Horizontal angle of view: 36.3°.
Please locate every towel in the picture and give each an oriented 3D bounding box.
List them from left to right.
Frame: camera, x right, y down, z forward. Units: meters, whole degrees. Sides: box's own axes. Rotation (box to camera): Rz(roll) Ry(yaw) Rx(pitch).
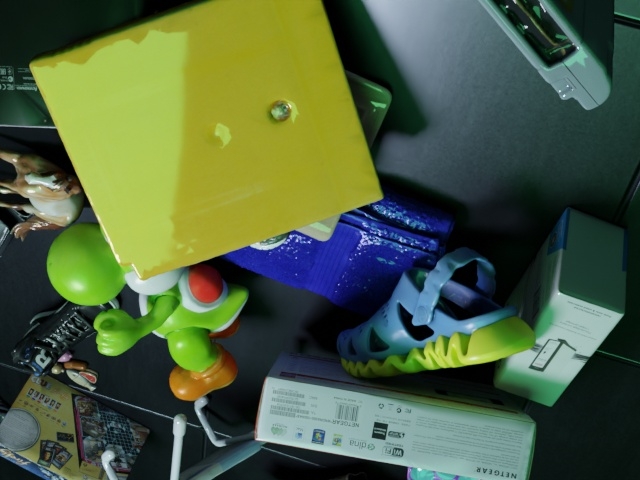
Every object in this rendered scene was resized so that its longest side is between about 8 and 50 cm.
[{"bbox_3d":[0.000,0.000,1.299,0.308,0.076,0.228,22,135,0],"label":"towel"}]

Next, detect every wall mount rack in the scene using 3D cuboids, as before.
[{"bbox_3d":[-0.184,0.310,1.531,0.304,0.350,0.131,-27,89,49],"label":"wall mount rack"}]

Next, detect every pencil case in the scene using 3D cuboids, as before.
[{"bbox_3d":[0.216,0.371,1.579,0.151,0.065,0.070,6,150,15],"label":"pencil case"}]

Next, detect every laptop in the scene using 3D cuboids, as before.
[{"bbox_3d":[-0.358,-0.216,1.245,0.381,0.236,0.408,3,105,9],"label":"laptop"}]

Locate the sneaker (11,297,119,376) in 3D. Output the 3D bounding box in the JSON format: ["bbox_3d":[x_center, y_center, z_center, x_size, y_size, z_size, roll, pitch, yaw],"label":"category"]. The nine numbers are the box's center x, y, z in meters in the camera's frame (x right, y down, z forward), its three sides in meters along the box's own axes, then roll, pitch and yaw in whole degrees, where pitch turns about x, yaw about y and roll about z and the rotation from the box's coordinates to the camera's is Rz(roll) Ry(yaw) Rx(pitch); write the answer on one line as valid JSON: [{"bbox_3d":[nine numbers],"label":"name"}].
[{"bbox_3d":[-0.418,0.161,1.587,0.216,0.121,0.079,-25,120,38],"label":"sneaker"}]

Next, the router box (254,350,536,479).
[{"bbox_3d":[0.095,0.229,1.316,0.335,0.082,0.301,9,180,2],"label":"router box"}]

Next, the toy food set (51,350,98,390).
[{"bbox_3d":[-0.445,0.225,1.733,0.122,0.019,0.078,34,135,-12],"label":"toy food set"}]

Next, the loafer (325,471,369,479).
[{"bbox_3d":[0.037,0.453,1.706,0.365,0.134,0.130,2,110,6],"label":"loafer"}]

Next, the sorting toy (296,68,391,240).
[{"bbox_3d":[-0.039,-0.125,1.181,0.193,0.038,0.208,24,108,-1],"label":"sorting toy"}]

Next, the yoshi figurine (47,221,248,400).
[{"bbox_3d":[-0.250,0.072,1.354,0.203,0.203,0.362,26,156,36],"label":"yoshi figurine"}]

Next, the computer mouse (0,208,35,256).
[{"bbox_3d":[-0.558,-0.031,1.501,0.184,0.060,0.262,40,133,-19],"label":"computer mouse"}]

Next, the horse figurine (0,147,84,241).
[{"bbox_3d":[-0.370,-0.062,1.257,0.174,0.066,0.263,11,162,1],"label":"horse figurine"}]

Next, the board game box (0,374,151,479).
[{"bbox_3d":[-0.449,0.357,1.758,0.243,0.165,0.042,30,136,-7],"label":"board game box"}]

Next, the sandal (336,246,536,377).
[{"bbox_3d":[0.132,0.096,1.229,0.317,0.126,0.138,-21,81,50],"label":"sandal"}]

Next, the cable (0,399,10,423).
[{"bbox_3d":[-0.663,0.365,1.935,0.150,0.047,0.184,31,135,-9],"label":"cable"}]

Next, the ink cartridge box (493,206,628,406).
[{"bbox_3d":[0.295,0.086,1.212,0.085,0.148,0.203,19,137,-1],"label":"ink cartridge box"}]

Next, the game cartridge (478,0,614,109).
[{"bbox_3d":[0.168,-0.276,0.877,0.062,0.198,0.297,-28,118,39],"label":"game cartridge"}]

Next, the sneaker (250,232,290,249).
[{"bbox_3d":[-0.090,-0.017,1.240,0.109,0.040,0.044,3,136,24],"label":"sneaker"}]

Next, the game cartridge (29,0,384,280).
[{"bbox_3d":[-0.120,-0.126,1.105,0.323,0.053,0.285,-18,113,2],"label":"game cartridge"}]
